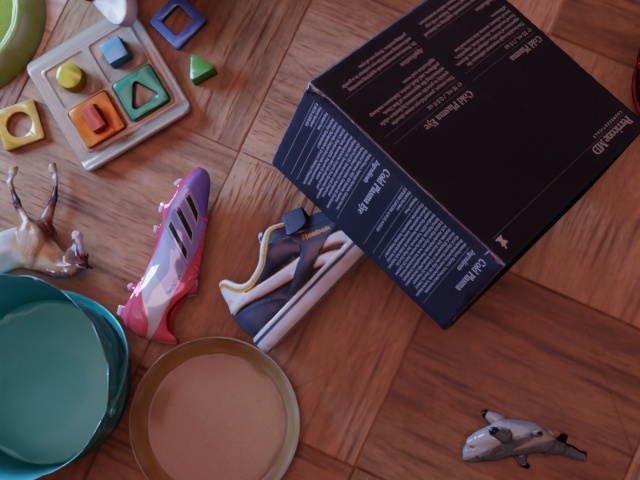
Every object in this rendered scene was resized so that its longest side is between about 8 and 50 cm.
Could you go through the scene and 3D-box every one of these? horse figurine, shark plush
[{"bbox_3d":[-0.457,-0.008,1.610,0.263,0.066,0.174,-13,80,3],"label":"horse figurine"},{"bbox_3d":[0.273,0.274,1.531,0.161,0.073,0.067,6,102,-15],"label":"shark plush"}]

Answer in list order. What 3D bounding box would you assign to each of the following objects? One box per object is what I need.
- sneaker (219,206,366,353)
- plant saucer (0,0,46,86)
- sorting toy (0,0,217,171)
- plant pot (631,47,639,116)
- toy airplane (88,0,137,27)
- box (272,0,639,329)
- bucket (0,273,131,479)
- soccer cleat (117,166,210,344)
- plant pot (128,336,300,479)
[{"bbox_3d":[0.000,0.000,1.541,0.321,0.126,0.127,-43,83,-2],"label":"sneaker"},{"bbox_3d":[-0.526,-0.333,1.678,0.241,0.037,0.241,-1,81,4],"label":"plant saucer"},{"bbox_3d":[-0.309,-0.222,1.638,0.348,0.047,0.196,-31,81,0],"label":"sorting toy"},{"bbox_3d":[0.510,-0.224,1.504,0.191,0.174,0.191,-1,82,5],"label":"plant pot"},{"bbox_3d":[-0.261,-0.494,1.557,0.386,0.272,0.384,-4,70,22],"label":"toy airplane"},{"bbox_3d":[0.176,-0.122,1.444,0.312,0.179,0.343,44,56,10],"label":"box"},{"bbox_3d":[-0.390,0.184,1.519,0.281,0.183,0.281,-1,82,4],"label":"bucket"},{"bbox_3d":[-0.194,0.022,1.577,0.095,0.083,0.248,24,88,7],"label":"soccer cleat"},{"bbox_3d":[-0.144,0.251,1.565,0.236,0.032,0.236,-1,83,4],"label":"plant pot"}]
